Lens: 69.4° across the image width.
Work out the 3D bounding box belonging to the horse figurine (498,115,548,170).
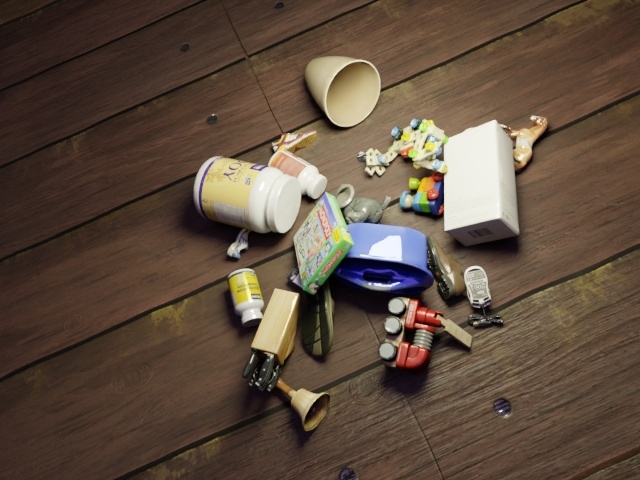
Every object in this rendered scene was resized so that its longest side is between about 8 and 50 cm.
[{"bbox_3d":[0.708,-0.341,1.671,0.174,0.066,0.263,13,68,22],"label":"horse figurine"}]

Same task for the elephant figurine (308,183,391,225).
[{"bbox_3d":[0.096,-0.115,1.649,0.186,0.169,0.239,-18,43,-29],"label":"elephant figurine"}]

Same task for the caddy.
[{"bbox_3d":[0.193,0.080,1.486,0.341,0.241,0.179,6,61,14],"label":"caddy"}]

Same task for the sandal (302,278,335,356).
[{"bbox_3d":[0.009,0.230,1.526,0.120,0.086,0.303,-9,74,40],"label":"sandal"}]

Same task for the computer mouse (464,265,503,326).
[{"bbox_3d":[0.505,0.174,1.464,0.106,0.042,0.193,-12,89,11],"label":"computer mouse"}]

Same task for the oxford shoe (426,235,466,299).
[{"bbox_3d":[0.415,0.082,1.538,0.096,0.083,0.227,-13,65,-13],"label":"oxford shoe"}]

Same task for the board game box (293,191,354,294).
[{"bbox_3d":[0.000,0.000,1.512,0.213,0.046,0.317,-54,25,21],"label":"board game box"}]

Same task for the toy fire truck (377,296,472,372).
[{"bbox_3d":[0.327,0.306,1.422,0.246,0.158,0.217,6,67,25],"label":"toy fire truck"}]

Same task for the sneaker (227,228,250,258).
[{"bbox_3d":[-0.289,0.011,1.719,0.058,0.052,0.135,29,71,4],"label":"sneaker"}]

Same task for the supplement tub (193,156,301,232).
[{"bbox_3d":[-0.262,-0.161,1.674,0.331,0.241,0.241,14,69,19],"label":"supplement tub"}]

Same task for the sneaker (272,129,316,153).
[{"bbox_3d":[-0.107,-0.408,1.857,0.185,0.069,0.084,-30,69,-4],"label":"sneaker"}]

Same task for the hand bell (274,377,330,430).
[{"bbox_3d":[-0.102,0.476,1.454,0.242,0.126,0.126,24,72,33],"label":"hand bell"}]

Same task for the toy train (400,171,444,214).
[{"bbox_3d":[0.386,-0.208,1.666,0.143,0.105,0.248,5,56,32],"label":"toy train"}]

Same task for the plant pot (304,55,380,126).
[{"bbox_3d":[0.057,-0.628,1.850,0.256,0.256,0.274,-37,48,-7],"label":"plant pot"}]

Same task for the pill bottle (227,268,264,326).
[{"bbox_3d":[-0.254,0.198,1.592,0.103,0.103,0.184,-21,64,1],"label":"pill bottle"}]

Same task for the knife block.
[{"bbox_3d":[-0.154,0.312,1.430,0.088,0.242,0.276,11,102,15],"label":"knife block"}]

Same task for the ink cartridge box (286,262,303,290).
[{"bbox_3d":[-0.017,0.080,1.631,0.097,0.046,0.207,32,75,21],"label":"ink cartridge box"}]

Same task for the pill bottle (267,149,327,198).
[{"bbox_3d":[-0.086,-0.247,1.751,0.216,0.121,0.121,33,76,23],"label":"pill bottle"}]

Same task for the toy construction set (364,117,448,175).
[{"bbox_3d":[0.317,-0.324,1.668,0.327,0.151,0.215,-2,70,44],"label":"toy construction set"}]

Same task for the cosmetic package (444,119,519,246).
[{"bbox_3d":[0.533,-0.189,1.547,0.197,0.155,0.366,-14,58,42],"label":"cosmetic package"}]
